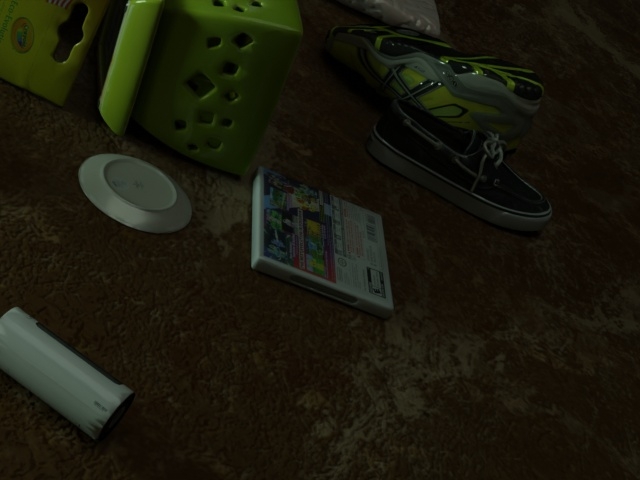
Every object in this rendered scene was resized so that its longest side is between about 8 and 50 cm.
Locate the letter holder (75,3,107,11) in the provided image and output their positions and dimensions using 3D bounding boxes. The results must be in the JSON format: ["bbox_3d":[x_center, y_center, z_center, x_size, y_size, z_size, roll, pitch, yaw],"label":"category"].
[{"bbox_3d":[-0.332,-0.476,1.589,0.214,0.152,0.302,1,87,-37],"label":"letter holder"}]

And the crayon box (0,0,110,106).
[{"bbox_3d":[-0.407,-0.317,1.409,0.318,0.202,0.081,27,30,-10],"label":"crayon box"}]

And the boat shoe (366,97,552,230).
[{"bbox_3d":[0.225,-0.118,1.780,0.306,0.105,0.113,28,30,-6],"label":"boat shoe"}]

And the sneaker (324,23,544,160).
[{"bbox_3d":[0.157,-0.242,1.884,0.384,0.147,0.145,27,28,30],"label":"sneaker"}]

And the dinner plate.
[{"bbox_3d":[-0.213,-0.060,1.391,0.141,0.017,0.141,21,32,-14],"label":"dinner plate"}]

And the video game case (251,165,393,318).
[{"bbox_3d":[0.000,0.000,1.488,0.183,0.023,0.201,22,33,-17],"label":"video game case"}]

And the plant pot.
[{"bbox_3d":[-0.166,-0.247,1.510,0.207,0.228,0.227,10,36,-20],"label":"plant pot"}]

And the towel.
[{"bbox_3d":[0.066,-0.515,2.271,0.331,0.053,0.317,23,31,-16],"label":"towel"}]

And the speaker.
[{"bbox_3d":[-0.236,0.119,1.068,0.136,0.055,0.055,35,30,7],"label":"speaker"}]
